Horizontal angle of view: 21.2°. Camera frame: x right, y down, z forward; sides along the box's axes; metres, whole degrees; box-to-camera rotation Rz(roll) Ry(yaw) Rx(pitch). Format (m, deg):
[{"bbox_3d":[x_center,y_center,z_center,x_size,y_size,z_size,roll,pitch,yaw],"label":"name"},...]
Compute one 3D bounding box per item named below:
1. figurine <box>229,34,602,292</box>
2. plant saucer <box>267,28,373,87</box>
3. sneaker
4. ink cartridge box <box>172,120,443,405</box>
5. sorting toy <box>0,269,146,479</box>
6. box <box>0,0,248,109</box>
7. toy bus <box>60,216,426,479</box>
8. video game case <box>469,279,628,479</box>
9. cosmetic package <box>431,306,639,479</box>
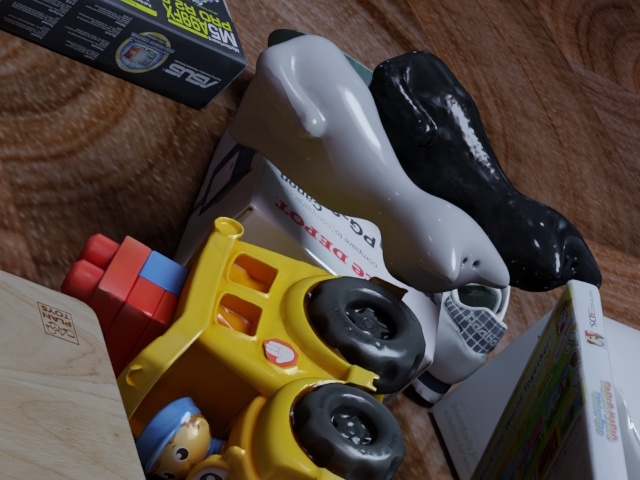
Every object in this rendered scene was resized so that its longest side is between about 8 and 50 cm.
[{"bbox_3d":[0.070,-0.036,1.125,0.209,0.092,0.215,46,25,26],"label":"figurine"},{"bbox_3d":[0.024,-0.093,1.386,0.195,0.037,0.195,36,-11,8],"label":"plant saucer"},{"bbox_3d":[0.110,0.031,1.365,0.090,0.095,0.235,36,28,-20],"label":"sneaker"},{"bbox_3d":[0.000,0.000,1.233,0.172,0.100,0.237,40,28,-15],"label":"ink cartridge box"},{"bbox_3d":[-0.204,0.109,0.781,0.257,0.089,0.255,25,29,-39],"label":"sorting toy"},{"bbox_3d":[-0.194,-0.232,1.293,0.270,0.060,0.216,19,40,-44],"label":"box"},{"bbox_3d":[-0.064,0.088,0.998,0.211,0.149,0.220,29,33,-10],"label":"toy bus"},{"bbox_3d":[0.134,0.172,1.085,0.026,0.227,0.206,15,35,-8],"label":"video game case"},{"bbox_3d":[0.280,0.199,1.332,0.365,0.155,0.197,21,37,-41],"label":"cosmetic package"}]
